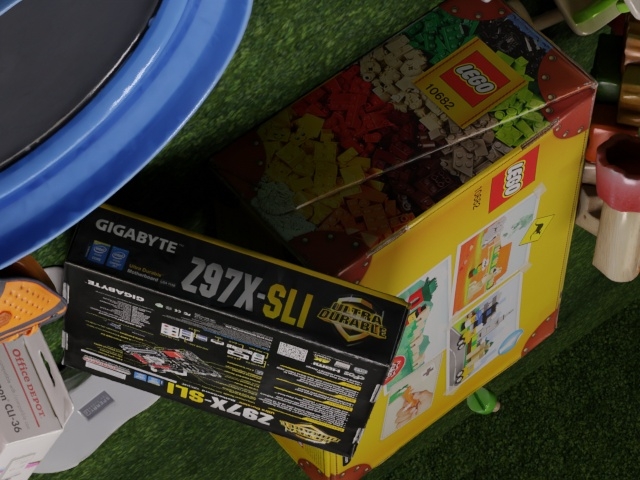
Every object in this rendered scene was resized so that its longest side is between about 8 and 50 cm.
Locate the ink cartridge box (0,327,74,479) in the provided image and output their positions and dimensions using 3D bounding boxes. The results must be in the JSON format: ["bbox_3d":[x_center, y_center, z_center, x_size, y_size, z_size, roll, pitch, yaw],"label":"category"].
[{"bbox_3d":[-0.314,0.166,1.829,0.067,0.115,0.198,-14,156,-36],"label":"ink cartridge box"}]

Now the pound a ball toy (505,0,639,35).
[{"bbox_3d":[0.337,-0.332,2.071,0.319,0.136,0.208,-36,-167,-23],"label":"pound a ball toy"}]

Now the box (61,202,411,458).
[{"bbox_3d":[-0.091,0.092,1.848,0.257,0.322,0.079,105,3,-65],"label":"box"}]

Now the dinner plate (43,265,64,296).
[{"bbox_3d":[-0.300,0.078,1.853,0.141,0.017,0.141,-36,163,-13],"label":"dinner plate"}]

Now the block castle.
[{"bbox_3d":[0.457,-0.150,2.167,0.453,0.303,0.213,-76,172,-52],"label":"block castle"}]

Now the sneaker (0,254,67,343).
[{"bbox_3d":[-0.311,0.099,1.685,0.180,0.124,0.321,-33,163,-22],"label":"sneaker"}]

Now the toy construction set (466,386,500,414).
[{"bbox_3d":[0.159,0.028,2.478,0.237,0.257,0.309,24,95,-59],"label":"toy construction set"}]

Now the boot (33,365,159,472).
[{"bbox_3d":[-0.240,0.161,2.080,0.258,0.095,0.123,-30,-165,29],"label":"boot"}]

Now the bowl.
[{"bbox_3d":[-0.225,-0.109,1.408,0.391,0.077,0.391,-37,164,-13],"label":"bowl"}]

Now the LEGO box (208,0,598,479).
[{"bbox_3d":[0.091,0.014,2.108,0.372,0.193,0.500,-35,153,-20],"label":"LEGO box"}]

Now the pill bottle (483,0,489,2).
[{"bbox_3d":[0.188,-0.286,1.945,0.083,0.043,0.043,-41,164,2],"label":"pill bottle"}]
